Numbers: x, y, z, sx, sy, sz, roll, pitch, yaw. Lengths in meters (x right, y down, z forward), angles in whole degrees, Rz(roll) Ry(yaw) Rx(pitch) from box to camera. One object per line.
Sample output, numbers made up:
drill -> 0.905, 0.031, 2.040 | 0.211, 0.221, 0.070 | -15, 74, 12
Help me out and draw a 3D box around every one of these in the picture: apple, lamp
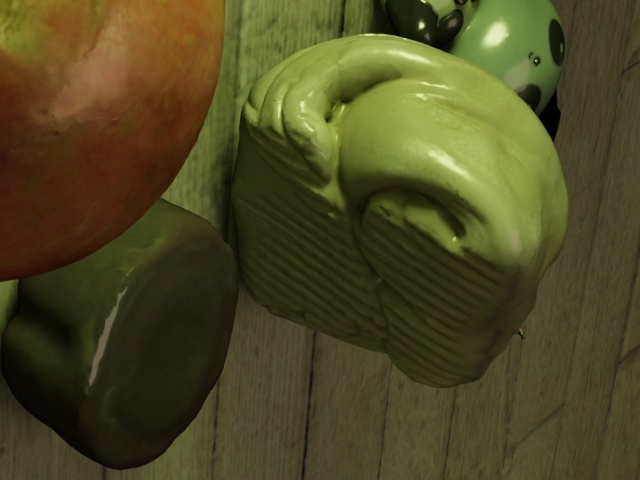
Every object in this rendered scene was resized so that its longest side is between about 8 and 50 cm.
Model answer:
apple -> -0.233, -0.151, 1.159 | 0.364, 0.364, 0.364 | -37, 140, -40
lamp -> 0.157, -0.213, 1.917 | 0.197, 0.198, 0.244 | -58, 141, -13

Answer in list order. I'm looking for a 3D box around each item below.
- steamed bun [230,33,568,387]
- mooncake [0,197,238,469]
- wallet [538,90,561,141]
steamed bun -> 0.092, -0.044, 1.779 | 0.255, 0.342, 0.367 | -47, 163, -35
mooncake -> -0.177, 0.079, 1.628 | 0.245, 0.133, 0.245 | -37, 139, -40
wallet -> 0.241, -0.117, 2.225 | 0.170, 0.069, 0.231 | -40, 143, -45
